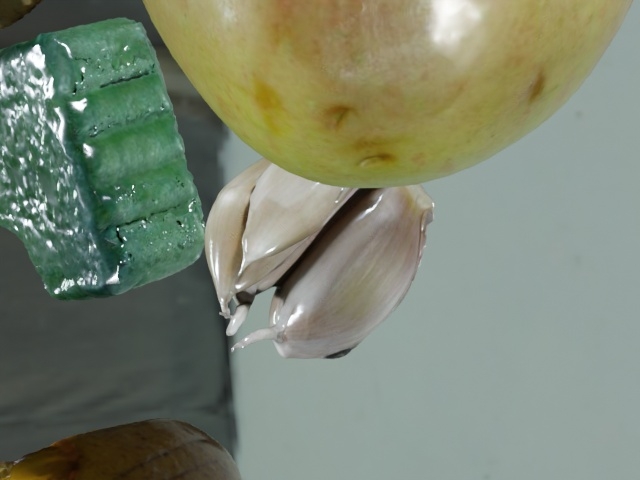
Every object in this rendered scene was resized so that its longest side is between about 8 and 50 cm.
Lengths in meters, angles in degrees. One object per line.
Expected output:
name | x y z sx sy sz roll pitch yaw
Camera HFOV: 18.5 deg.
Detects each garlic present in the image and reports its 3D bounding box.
garlic | 0.000 0.000 1.952 0.210 0.292 0.237 42 172 0

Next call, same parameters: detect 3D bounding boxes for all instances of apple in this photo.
apple | 0.047 -0.201 1.162 0.338 0.338 0.305 50 157 41

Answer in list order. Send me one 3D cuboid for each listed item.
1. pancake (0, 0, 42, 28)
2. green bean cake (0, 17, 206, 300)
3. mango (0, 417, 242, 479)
pancake | -0.317 -0.351 1.715 0.387 0.082 0.387 -16 65 38
green bean cake | -0.291 -0.085 2.257 0.307 0.169 0.300 -9 98 49
mango | -0.174 0.237 1.325 0.201 0.350 0.199 -22 95 44
